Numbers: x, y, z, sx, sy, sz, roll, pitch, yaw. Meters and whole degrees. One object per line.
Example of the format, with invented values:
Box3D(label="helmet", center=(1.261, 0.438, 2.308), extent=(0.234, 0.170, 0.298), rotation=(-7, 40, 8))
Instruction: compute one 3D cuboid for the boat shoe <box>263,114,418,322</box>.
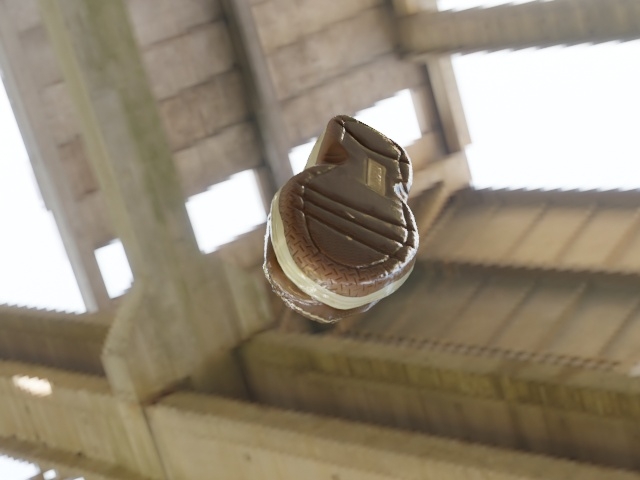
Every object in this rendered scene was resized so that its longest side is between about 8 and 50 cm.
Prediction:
Box3D(label="boat shoe", center=(0.007, 0.004, 0.897), extent=(0.095, 0.095, 0.257), rotation=(-57, -179, 22))
